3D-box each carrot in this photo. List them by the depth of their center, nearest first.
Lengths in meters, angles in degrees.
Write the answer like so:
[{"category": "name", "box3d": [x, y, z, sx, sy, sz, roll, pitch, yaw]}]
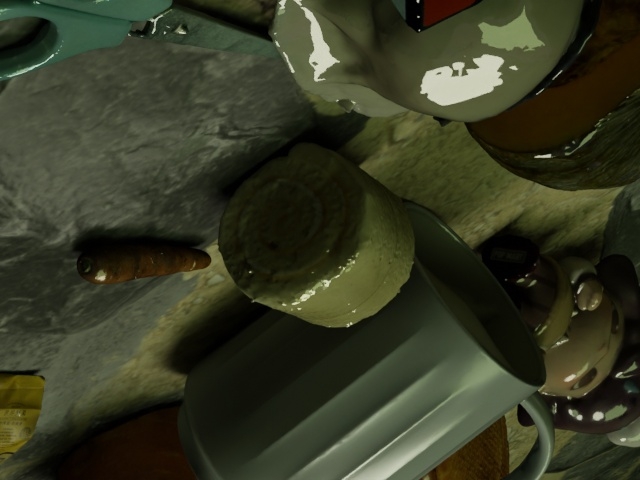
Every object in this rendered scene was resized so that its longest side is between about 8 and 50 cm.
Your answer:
[{"category": "carrot", "box3d": [-0.152, 0.018, 1.481, 0.165, 0.036, 0.035, -4, 146, -51]}, {"category": "carrot", "box3d": [-0.187, 0.330, 1.794, 0.214, 0.331, 0.193, 21, 130, -41]}]

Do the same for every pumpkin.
[{"category": "pumpkin", "box3d": [0.291, -0.151, 1.416, 0.325, 0.242, 0.232, -32, 149, 15]}]

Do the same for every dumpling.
[{"category": "dumpling", "box3d": [0.091, -0.165, 1.235, 0.204, 0.163, 0.293, -19, 164, -48]}]

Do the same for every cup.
[{"category": "cup", "box3d": [0.062, 0.177, 1.725, 0.327, 0.323, 0.237, -40, -168, 17]}]

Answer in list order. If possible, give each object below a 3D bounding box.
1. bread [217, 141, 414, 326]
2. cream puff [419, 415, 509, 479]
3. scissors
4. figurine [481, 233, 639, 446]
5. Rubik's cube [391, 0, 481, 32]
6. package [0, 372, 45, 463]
[{"category": "bread", "box3d": [0.000, 0.000, 1.502, 0.148, 0.134, 0.141, -48, 156, 6]}, {"category": "cream puff", "box3d": [0.101, 0.257, 1.995, 0.212, 0.303, 0.303, -3, 169, 26]}, {"category": "scissors", "box3d": [-0.117, -0.158, 1.175, 0.191, 0.029, 0.360, -36, 161, 27]}, {"category": "figurine", "box3d": [0.309, 0.106, 2.018, 0.206, 0.218, 0.365, 2, 161, 17]}, {"category": "Rubik's cube", "box3d": [0.087, -0.259, 1.038, 0.162, 0.161, 0.163, -26, 157, -9]}, {"category": "package", "box3d": [-0.318, 0.182, 1.593, 0.131, 0.047, 0.071, -40, 153, 24]}]
